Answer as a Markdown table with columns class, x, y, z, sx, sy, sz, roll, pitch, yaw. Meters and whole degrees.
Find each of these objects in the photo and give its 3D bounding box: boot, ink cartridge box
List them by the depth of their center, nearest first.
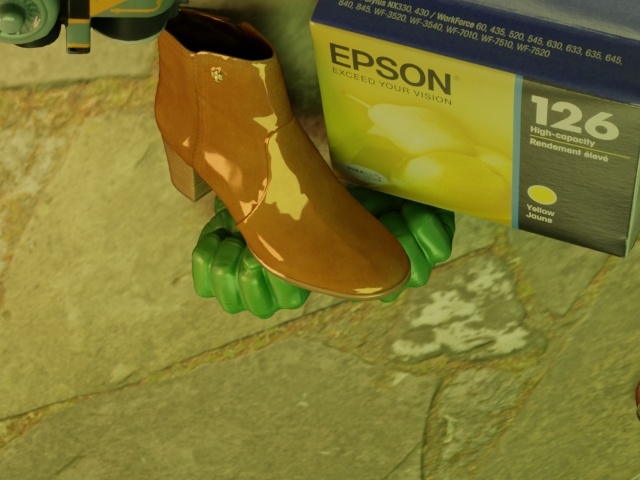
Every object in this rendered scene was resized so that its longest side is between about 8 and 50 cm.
| class | x | y | z | sx | sy | sz | roll | pitch | yaw |
| --- | --- | --- | --- | --- | --- | --- | --- | --- | --- |
| ink cartridge box | 0.143 | -0.128 | 1.146 | 0.304 | 0.072 | 0.307 | 17 | 151 | 19 |
| boot | -0.040 | -0.082 | 1.200 | 0.295 | 0.104 | 0.211 | 30 | 143 | 22 |

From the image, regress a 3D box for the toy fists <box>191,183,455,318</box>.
| class | x | y | z | sx | sy | sz | roll | pitch | yaw |
| --- | --- | --- | --- | --- | --- | --- | --- | --- | --- |
| toy fists | 0.000 | 0.000 | 1.343 | 0.279 | 0.142 | 0.096 | -7 | 139 | 13 |

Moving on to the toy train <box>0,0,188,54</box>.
| class | x | y | z | sx | sy | sz | roll | pitch | yaw |
| --- | --- | --- | --- | --- | --- | --- | --- | --- | --- |
| toy train | -0.188 | -0.280 | 1.031 | 0.190 | 0.142 | 0.334 | 0 | 142 | -10 |

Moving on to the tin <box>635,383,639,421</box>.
| class | x | y | z | sx | sy | sz | roll | pitch | yaw |
| --- | --- | --- | --- | --- | --- | --- | --- | --- | --- |
| tin | 0.483 | 0.189 | 1.618 | 0.190 | 0.040 | 0.106 | -18 | 132 | 24 |
